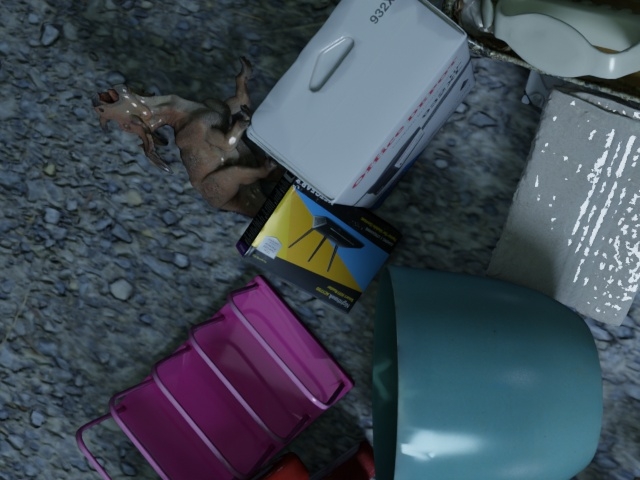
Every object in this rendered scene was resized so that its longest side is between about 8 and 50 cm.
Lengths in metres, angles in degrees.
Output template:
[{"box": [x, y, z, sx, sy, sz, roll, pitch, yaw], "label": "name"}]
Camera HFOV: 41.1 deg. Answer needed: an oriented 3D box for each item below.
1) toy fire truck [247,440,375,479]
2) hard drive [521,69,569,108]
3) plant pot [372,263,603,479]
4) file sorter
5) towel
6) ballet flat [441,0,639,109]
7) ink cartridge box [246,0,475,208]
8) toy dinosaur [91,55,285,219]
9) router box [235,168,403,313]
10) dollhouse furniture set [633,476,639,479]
[{"box": [-0.060, 0.378, 1.070, 0.302, 0.254, 0.169, -38, 85, 8], "label": "toy fire truck"}, {"box": [0.394, -0.284, 0.981, 0.237, 0.064, 0.339, 23, 120, 18], "label": "hard drive"}, {"box": [0.189, 0.176, 1.010, 0.235, 0.293, 0.293, 1, 91, -2], "label": "plant pot"}, {"box": [-0.140, 0.219, 1.119, 0.291, 0.182, 0.202, -43, 83, 9], "label": "file sorter"}, {"box": [0.329, -0.043, 1.047, 0.187, 0.049, 0.282, 21, 118, 12], "label": "towel"}, {"box": [0.344, -0.195, 0.881, 0.483, 0.182, 0.164, 20, 121, 27], "label": "ballet flat"}, {"box": [0.064, -0.160, 1.008, 0.129, 0.307, 0.223, 40, 98, 9], "label": "ink cartridge box"}, {"box": [-0.150, -0.112, 1.155, 0.200, 0.127, 0.295, -27, 102, 21], "label": "toy dinosaur"}, {"box": [0.000, 0.000, 1.108, 0.179, 0.046, 0.133, 30, 99, -29], "label": "router box"}, {"box": [0.335, 0.380, 1.008, 0.161, 0.242, 0.212, 25, 96, 32], "label": "dollhouse furniture set"}]
